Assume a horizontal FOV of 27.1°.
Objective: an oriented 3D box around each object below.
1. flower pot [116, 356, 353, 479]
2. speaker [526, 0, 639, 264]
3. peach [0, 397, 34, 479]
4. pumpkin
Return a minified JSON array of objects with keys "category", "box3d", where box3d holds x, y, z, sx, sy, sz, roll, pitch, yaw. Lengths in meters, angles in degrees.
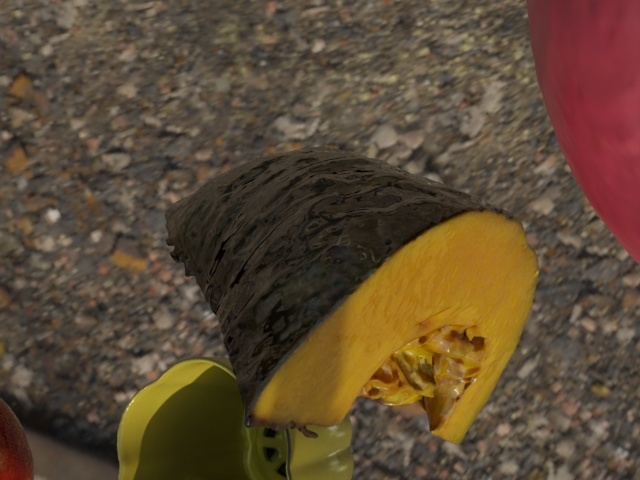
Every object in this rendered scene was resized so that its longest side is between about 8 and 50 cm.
[{"category":"flower pot","box3d":[-0.063,0.202,1.248,0.195,0.179,0.195,-1,88,30]},{"category":"speaker","box3d":[0.206,-0.090,0.434,0.294,0.294,0.294,7,109,23]},{"category":"peach","box3d":[-0.411,0.251,1.442,0.190,0.190,0.192,-35,60,29]},{"category":"pumpkin","box3d":[0.001,-0.004,0.586,0.163,0.278,0.111,38,96,22]}]
